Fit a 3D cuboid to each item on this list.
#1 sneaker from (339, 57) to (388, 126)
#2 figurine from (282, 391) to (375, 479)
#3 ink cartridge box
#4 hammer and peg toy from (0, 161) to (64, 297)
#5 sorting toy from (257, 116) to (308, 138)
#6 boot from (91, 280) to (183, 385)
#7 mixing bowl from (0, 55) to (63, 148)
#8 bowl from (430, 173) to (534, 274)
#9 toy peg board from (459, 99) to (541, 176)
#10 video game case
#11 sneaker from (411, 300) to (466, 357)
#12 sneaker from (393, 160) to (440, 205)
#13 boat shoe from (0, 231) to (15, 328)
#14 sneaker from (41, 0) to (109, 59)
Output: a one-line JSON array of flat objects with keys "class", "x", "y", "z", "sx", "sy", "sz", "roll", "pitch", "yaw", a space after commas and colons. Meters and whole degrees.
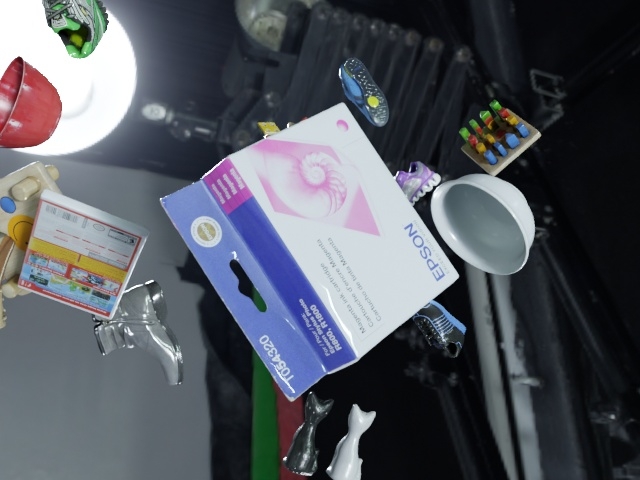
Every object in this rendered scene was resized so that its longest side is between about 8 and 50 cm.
[{"class": "sneaker", "x": 0.115, "y": -0.390, "z": 1.963, "sx": 0.209, "sy": 0.069, "sz": 0.082, "roll": 61, "pitch": -28, "yaw": 11}, {"class": "figurine", "x": 0.031, "y": 0.526, "z": 1.942, "sx": 0.209, "sy": 0.215, "sz": 0.092, "roll": -72, "pitch": -161, "yaw": -1}, {"class": "ink cartridge box", "x": 0.000, "y": 0.000, "z": 1.022, "sx": 0.324, "sy": 0.330, "sz": 0.071, "roll": 56, "pitch": -38, "yaw": 0}, {"class": "hammer and peg toy", "x": -0.680, "y": -0.007, "z": 1.590, "sx": 0.362, "sy": 0.265, "sz": 0.127, "roll": -18, "pitch": -160, "yaw": 24}, {"class": "sorting toy", "x": -0.019, "y": -0.263, "z": 1.836, "sx": 0.132, "sy": 0.275, "sz": 0.046, "roll": -98, "pitch": -157, "yaw": -50}, {"class": "boot", "x": -0.552, "y": 0.303, "z": 2.171, "sx": 0.118, "sy": 0.223, "sz": 0.337, "roll": -16, "pitch": -87, "yaw": 63}, {"class": "mixing bowl", "x": -0.552, "y": -0.243, "z": 1.368, "sx": 0.181, "sy": 0.098, "sz": 0.181, "roll": -24, "pitch": -124, "yaw": 41}, {"class": "bowl", "x": 0.445, "y": -0.065, "z": 1.889, "sx": 0.298, "sy": 0.134, "sz": 0.297, "roll": 37, "pitch": -28, "yaw": 24}, {"class": "toy peg board", "x": 0.452, "y": -0.276, "z": 1.888, "sx": 0.161, "sy": 0.079, "sz": 0.160, "roll": -42, "pitch": -143, "yaw": 8}, {"class": "video game case", "x": -0.475, "y": 0.037, "z": 1.436, "sx": 0.285, "sy": 0.204, "sz": 0.025, "roll": -56, "pitch": -162, "yaw": 41}, {"class": "sneaker", "x": 0.309, "y": 0.234, "z": 1.977, "sx": 0.081, "sy": 0.232, "sz": 0.090, "roll": -24, "pitch": -140, "yaw": 49}, {"class": "sneaker", "x": 0.247, "y": -0.151, "z": 2.186, "sx": 0.236, "sy": 0.104, "sz": 0.095, "roll": -44, "pitch": -164, "yaw": -14}, {"class": "boat shoe", "x": -0.667, "y": 0.139, "z": 1.381, "sx": 0.123, "sy": 0.120, "sz": 0.323, "roll": -6, "pitch": -126, "yaw": 39}, {"class": "sneaker", "x": -0.586, "y": -0.570, "z": 1.676, "sx": 0.343, "sy": 0.134, "sz": 0.146, "roll": 74, "pitch": 14, "yaw": -54}]
